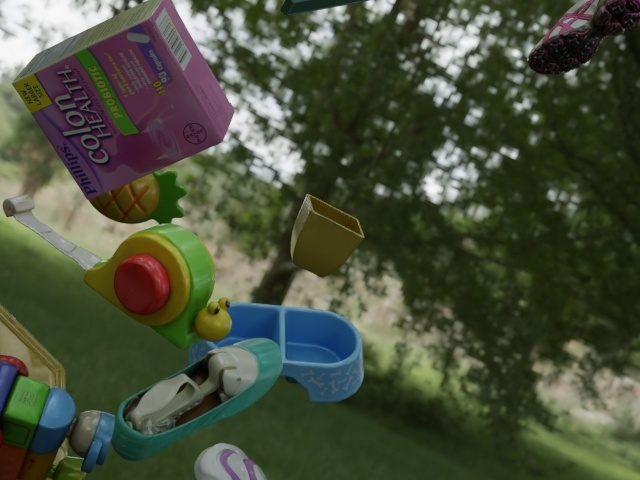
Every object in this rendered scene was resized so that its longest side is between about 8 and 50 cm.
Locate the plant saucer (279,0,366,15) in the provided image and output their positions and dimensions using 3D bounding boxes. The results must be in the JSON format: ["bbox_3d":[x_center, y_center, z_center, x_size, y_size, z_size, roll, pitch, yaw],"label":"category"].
[{"bbox_3d":[0.024,-0.438,2.235,0.192,0.018,0.067,-13,-11,-19],"label":"plant saucer"}]

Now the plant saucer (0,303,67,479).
[{"bbox_3d":[-0.458,0.183,1.720,0.333,0.081,0.333,51,6,-27],"label":"plant saucer"}]

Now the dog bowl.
[{"bbox_3d":[-0.068,0.179,2.053,0.297,0.074,0.166,5,39,-7],"label":"dog bowl"}]

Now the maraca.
[{"bbox_3d":[-0.319,-0.084,2.127,0.185,0.127,0.099,13,26,8],"label":"maraca"}]

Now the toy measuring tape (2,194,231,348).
[{"bbox_3d":[-0.229,0.005,1.439,0.330,0.121,0.121,34,-2,18],"label":"toy measuring tape"}]

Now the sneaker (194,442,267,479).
[{"bbox_3d":[-0.110,0.341,1.368,0.305,0.152,0.114,78,-7,-46],"label":"sneaker"}]

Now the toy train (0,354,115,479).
[{"bbox_3d":[-0.312,0.239,1.310,0.143,0.105,0.248,20,-47,-9],"label":"toy train"}]

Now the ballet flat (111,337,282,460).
[{"bbox_3d":[-0.144,0.182,1.505,0.083,0.247,0.087,50,-25,23],"label":"ballet flat"}]

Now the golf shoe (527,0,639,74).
[{"bbox_3d":[0.387,-0.313,1.828,0.067,0.186,0.086,45,24,-31],"label":"golf shoe"}]

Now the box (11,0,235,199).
[{"bbox_3d":[-0.289,-0.213,1.842,0.213,0.243,0.117,61,20,-24],"label":"box"}]

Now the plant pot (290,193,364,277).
[{"bbox_3d":[0.000,0.000,1.673,0.081,0.083,0.081,27,14,-13],"label":"plant pot"}]
